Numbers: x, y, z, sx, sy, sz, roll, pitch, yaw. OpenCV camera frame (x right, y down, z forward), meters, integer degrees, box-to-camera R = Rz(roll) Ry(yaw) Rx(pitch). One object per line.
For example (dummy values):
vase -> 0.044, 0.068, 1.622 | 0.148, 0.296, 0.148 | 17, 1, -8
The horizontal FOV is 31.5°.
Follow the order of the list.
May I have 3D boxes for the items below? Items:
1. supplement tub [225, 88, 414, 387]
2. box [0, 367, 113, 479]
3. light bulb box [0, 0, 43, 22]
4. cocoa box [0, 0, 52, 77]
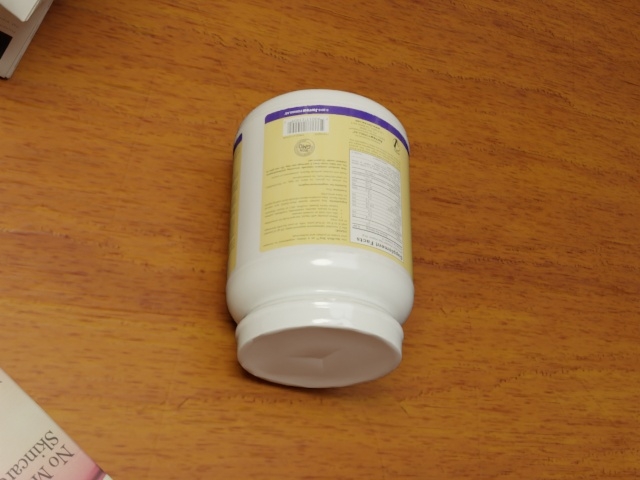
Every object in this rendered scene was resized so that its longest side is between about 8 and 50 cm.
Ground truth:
supplement tub -> 0.000, 0.000, 1.469 | 0.241, 0.241, 0.331 | 16, 58, -26
box -> -0.336, 0.258, 1.180 | 0.232, 0.127, 0.148 | 46, 49, -4
light bulb box -> -0.332, -0.498, 1.217 | 0.361, 0.225, 0.358 | 39, 48, -12
cocoa box -> -0.470, -0.410, 1.379 | 0.347, 0.231, 0.227 | 26, 53, -20
